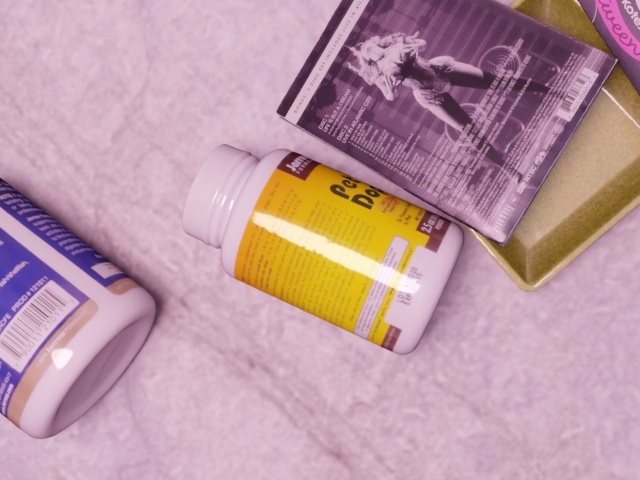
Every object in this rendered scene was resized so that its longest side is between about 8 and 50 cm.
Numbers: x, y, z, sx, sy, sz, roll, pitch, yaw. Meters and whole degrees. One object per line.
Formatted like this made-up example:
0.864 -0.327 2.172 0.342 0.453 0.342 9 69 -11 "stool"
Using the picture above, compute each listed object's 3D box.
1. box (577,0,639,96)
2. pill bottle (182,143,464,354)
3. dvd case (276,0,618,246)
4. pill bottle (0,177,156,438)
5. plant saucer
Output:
0.312 -0.156 0.586 0.142 0.163 0.247 -28 84 -19 "box"
0.000 0.000 0.687 0.215 0.117 0.117 24 95 7 "pill bottle"
0.093 -0.120 0.669 0.221 0.018 0.164 32 94 18 "dvd case"
-0.287 0.033 0.718 0.265 0.153 0.153 37 97 7 "pill bottle"
0.179 -0.086 0.691 0.188 0.045 0.188 -42 85 8 "plant saucer"
